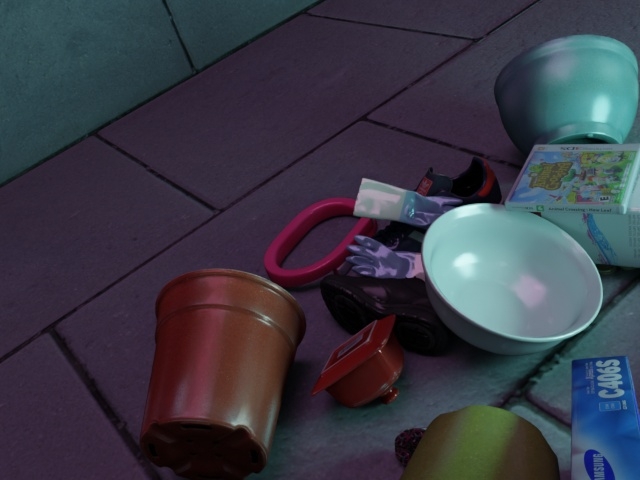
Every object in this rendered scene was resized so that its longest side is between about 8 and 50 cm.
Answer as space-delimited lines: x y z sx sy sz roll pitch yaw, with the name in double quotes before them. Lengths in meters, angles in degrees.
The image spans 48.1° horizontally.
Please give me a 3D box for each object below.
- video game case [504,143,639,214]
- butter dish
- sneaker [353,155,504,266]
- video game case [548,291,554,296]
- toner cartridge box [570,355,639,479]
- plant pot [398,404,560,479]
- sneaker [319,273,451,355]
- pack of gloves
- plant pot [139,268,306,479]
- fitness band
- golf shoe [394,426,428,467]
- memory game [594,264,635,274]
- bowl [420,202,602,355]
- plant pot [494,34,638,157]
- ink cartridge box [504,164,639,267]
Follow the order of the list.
"video game case" 0.445 -0.112 1.252 0.193 0.023 0.212 4 36 31
"butter dish" 0.083 0.220 1.187 0.160 0.118 0.160 -39 3 18
"sneaker" 0.209 -0.060 1.470 0.350 0.148 0.131 -29 35 -11
"video game case" 0.441 0.053 1.289 0.087 0.011 0.122 -14 35 12
"toner cartridge box" 0.332 0.271 0.812 0.075 0.165 0.348 -9 9 21
"plant pot" 0.183 0.345 0.856 0.276 0.276 0.254 -3 27 25
"sneaker" 0.129 0.117 1.327 0.286 0.109 0.130 18 43 32
"pack of gloves" 0.172 -0.005 1.406 0.232 0.046 0.195 13 74 10
"plant pot" -0.169 0.234 1.190 0.272 0.272 0.265 -10 43 16
"fitness band" 0.000 0.000 1.586 0.209 0.054 0.291 9 43 37
"golf shoe" 0.196 0.309 1.054 0.186 0.086 0.067 -11 74 39
"memory game" 0.533 0.000 1.333 0.186 0.012 0.186 -15 34 11
"bowl" 0.297 0.084 1.192 0.298 0.134 0.298 6 46 -6
"plant pot" 0.519 -0.253 1.488 0.293 0.293 0.196 -9 62 18
"ink cartridge box" 0.516 -0.066 1.294 0.306 0.131 0.226 8 38 32
